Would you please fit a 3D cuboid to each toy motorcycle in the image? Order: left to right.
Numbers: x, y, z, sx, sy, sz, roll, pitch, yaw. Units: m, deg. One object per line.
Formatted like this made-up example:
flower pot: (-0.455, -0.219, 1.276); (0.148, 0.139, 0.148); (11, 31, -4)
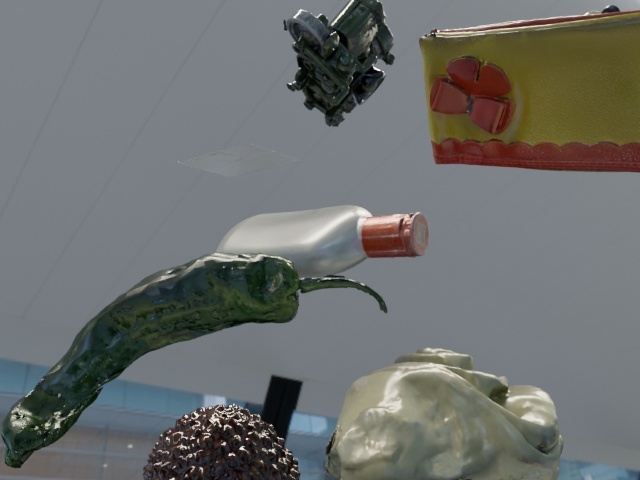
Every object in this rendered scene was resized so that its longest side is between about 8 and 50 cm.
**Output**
toy motorcycle: (0.045, -0.298, 0.905); (0.205, 0.127, 0.275); (-50, -11, -8)

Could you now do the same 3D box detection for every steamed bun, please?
steamed bun: (0.180, 0.282, 0.861); (0.394, 0.237, 0.346); (18, -46, -32)

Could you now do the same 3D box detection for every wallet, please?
wallet: (0.205, -0.126, 0.505); (0.241, 0.067, 0.141); (8, -63, 36)

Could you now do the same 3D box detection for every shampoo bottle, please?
shampoo bottle: (0.000, 0.000, 0.576); (0.221, 0.108, 0.051); (-4, -64, 32)

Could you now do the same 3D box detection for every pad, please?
pad: (-0.176, -0.169, 1.215); (0.232, 0.004, 0.156); (-6, -11, 39)

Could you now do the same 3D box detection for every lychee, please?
lychee: (-0.104, 0.261, 0.591); (0.188, 0.188, 0.188); (-5, -37, -4)

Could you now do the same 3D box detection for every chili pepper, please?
chili pepper: (-0.099, 0.060, 0.425); (0.279, 0.122, 0.065); (-24, -41, -14)

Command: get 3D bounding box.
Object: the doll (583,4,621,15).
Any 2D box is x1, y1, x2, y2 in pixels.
doll: (0.590, -0.392, 1.245); (0.135, 0.143, 0.234); (26, -90, -36)
